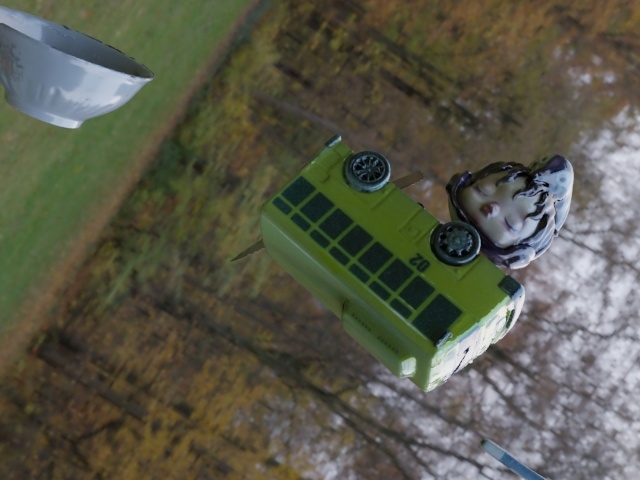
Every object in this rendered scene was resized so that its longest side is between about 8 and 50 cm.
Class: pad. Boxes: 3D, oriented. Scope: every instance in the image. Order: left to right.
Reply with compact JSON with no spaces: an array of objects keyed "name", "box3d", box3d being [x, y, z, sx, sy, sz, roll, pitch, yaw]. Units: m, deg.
[{"name":"pad","box3d":[-0.001,0.000,1.347,0.315,0.063,0.375,-22,-177,8]}]

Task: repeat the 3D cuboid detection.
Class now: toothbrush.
[{"name":"toothbrush","box3d":[0.306,0.321,1.250,0.025,0.276,0.019,-57,177,-8]}]

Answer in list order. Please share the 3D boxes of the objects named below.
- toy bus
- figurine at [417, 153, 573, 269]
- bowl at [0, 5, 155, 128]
[{"name":"toy bus","box3d":[0.046,0.020,0.724,0.101,0.175,0.088,-42,160,-19]},{"name":"figurine","box3d":[0.214,-0.019,1.257,0.222,0.145,0.145,-32,-176,-10]},{"name":"bowl","box3d":[-0.275,-0.171,1.085,0.189,0.189,0.086,-89,-157,-76]}]
